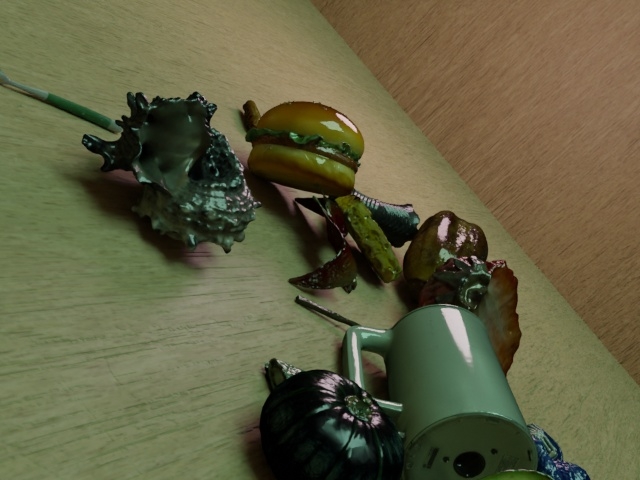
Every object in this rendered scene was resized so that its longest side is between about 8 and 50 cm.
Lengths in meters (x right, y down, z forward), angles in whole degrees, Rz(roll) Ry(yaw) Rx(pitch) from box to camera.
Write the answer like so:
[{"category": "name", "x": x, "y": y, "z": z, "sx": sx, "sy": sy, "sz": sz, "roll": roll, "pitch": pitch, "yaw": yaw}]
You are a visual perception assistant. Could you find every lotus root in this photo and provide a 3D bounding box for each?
[{"category": "lotus root", "x": 0.279, "y": 0.056, "z": 1.972, "sx": 0.193, "sy": 0.193, "sz": 0.291, "roll": 45, "pitch": 34, "yaw": -6}]

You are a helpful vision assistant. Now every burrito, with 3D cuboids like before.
[{"category": "burrito", "x": -0.025, "y": 0.213, "z": 1.223, "sx": 0.118, "sy": 0.044, "sz": 0.074, "roll": 28, "pitch": 22, "yaw": -34}]

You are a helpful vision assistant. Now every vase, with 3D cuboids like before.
[{"category": "vase", "x": 0.122, "y": -0.066, "z": 2.018, "sx": 0.237, "sy": 0.115, "sz": 0.115, "roll": 21, "pitch": 31, "yaw": -42}]

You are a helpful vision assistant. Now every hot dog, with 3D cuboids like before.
[{"category": "hot dog", "x": -0.157, "y": -0.279, "z": 1.933, "sx": 0.037, "sy": 0.049, "sz": 0.122, "roll": -4, "pitch": 35, "yaw": -17}]

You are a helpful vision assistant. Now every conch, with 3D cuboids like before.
[{"category": "conch", "x": -0.214, "y": -0.090, "z": 1.273, "sx": 0.313, "sy": 0.186, "sz": 0.241, "roll": 55, "pitch": 16, "yaw": -47}]

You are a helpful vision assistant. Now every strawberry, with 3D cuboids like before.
[{"category": "strawberry", "x": 0.313, "y": 0.183, "z": 1.813, "sx": 0.265, "sy": 0.149, "sz": 0.336, "roll": -61, "pitch": 139, "yaw": -28}]

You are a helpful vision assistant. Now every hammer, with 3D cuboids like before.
[{"category": "hammer", "x": 0.068, "y": 0.159, "z": 1.540, "sx": 0.292, "sy": 0.058, "sz": 0.029, "roll": 28, "pitch": 25, "yaw": -31}]

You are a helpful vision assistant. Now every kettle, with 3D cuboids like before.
[{"category": "kettle", "x": 0.183, "y": 0.267, "z": 1.383, "sx": 0.318, "sy": 0.264, "sz": 0.205, "roll": -93, "pitch": 168, "yaw": -62}]

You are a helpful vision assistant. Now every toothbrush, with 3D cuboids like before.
[{"category": "toothbrush", "x": -0.405, "y": -0.214, "z": 1.311, "sx": 0.257, "sy": 0.018, "sz": 0.024, "roll": 22, "pitch": 24, "yaw": -49}]

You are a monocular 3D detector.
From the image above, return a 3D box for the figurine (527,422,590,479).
[{"category": "figurine", "x": 0.429, "y": 0.452, "z": 1.618, "sx": 0.262, "sy": 0.121, "sz": 0.164, "roll": 40, "pitch": 13, "yaw": 32}]

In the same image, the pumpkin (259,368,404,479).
[{"category": "pumpkin", "x": 0.017, "y": 0.249, "z": 1.077, "sx": 0.202, "sy": 0.140, "sz": 0.202, "roll": 32, "pitch": 20, "yaw": -13}]

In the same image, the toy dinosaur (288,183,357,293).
[{"category": "toy dinosaur", "x": -0.003, "y": -0.010, "z": 1.668, "sx": 0.207, "sy": 0.112, "sz": 0.327, "roll": 64, "pitch": 10, "yaw": -52}]

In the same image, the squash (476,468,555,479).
[{"category": "squash", "x": 0.155, "y": 0.355, "z": 0.992, "sx": 0.093, "sy": 0.252, "sz": 0.169, "roll": 47, "pitch": 19, "yaw": 8}]

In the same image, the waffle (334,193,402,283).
[{"category": "waffle", "x": 0.107, "y": 0.001, "z": 1.834, "sx": 0.211, "sy": 0.055, "sz": 0.160, "roll": 56, "pitch": -2, "yaw": -16}]

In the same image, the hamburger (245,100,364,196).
[{"category": "hamburger", "x": -0.026, "y": -0.193, "z": 1.712, "sx": 0.246, "sy": 0.170, "sz": 0.246, "roll": 15, "pitch": -7, "yaw": 2}]
